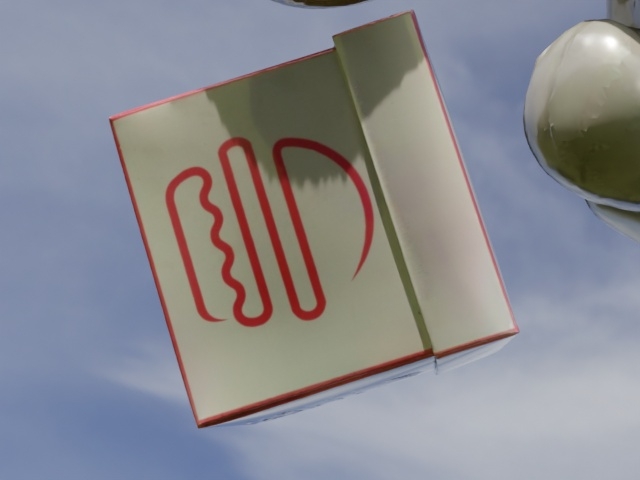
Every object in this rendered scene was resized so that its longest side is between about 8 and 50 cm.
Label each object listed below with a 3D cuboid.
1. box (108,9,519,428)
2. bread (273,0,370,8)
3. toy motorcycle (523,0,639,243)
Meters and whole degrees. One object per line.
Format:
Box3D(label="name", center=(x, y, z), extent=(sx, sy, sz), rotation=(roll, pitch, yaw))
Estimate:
Box3D(label="box", center=(0.000, 0.000, 1.271), extent=(0.300, 0.312, 0.314), rotation=(-17, -8, 2))
Box3D(label="bread", center=(-0.001, -0.310, 1.179), extent=(0.314, 0.192, 0.171), rotation=(0, -5, -7))
Box3D(label="toy motorcycle", center=(0.154, -0.061, 0.385), extent=(0.108, 0.223, 0.341), rotation=(5, -45, 56))
